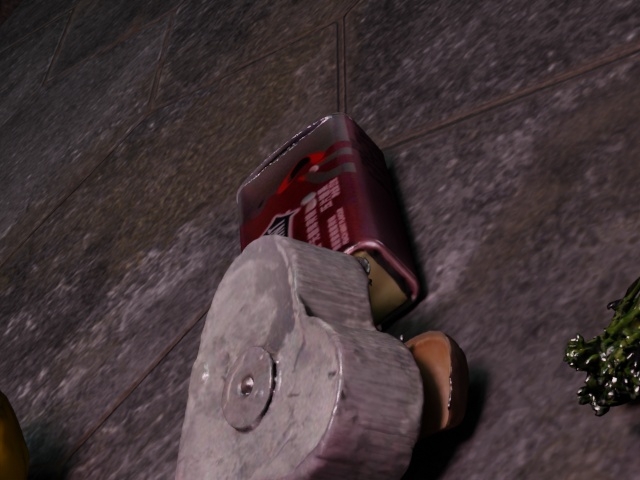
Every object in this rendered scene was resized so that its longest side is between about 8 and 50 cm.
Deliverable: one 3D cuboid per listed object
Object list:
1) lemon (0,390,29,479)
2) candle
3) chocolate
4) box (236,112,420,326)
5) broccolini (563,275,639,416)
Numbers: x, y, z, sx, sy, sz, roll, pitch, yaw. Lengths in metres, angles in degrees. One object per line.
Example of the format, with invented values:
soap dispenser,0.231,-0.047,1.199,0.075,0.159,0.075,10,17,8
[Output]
lemon,-0.348,0.183,1.135,0.288,0.233,0.233,-35,23,23
candle,-0.021,0.096,0.884,0.168,0.068,0.192,-59,30,19
chocolate,0.050,0.095,0.870,0.101,0.031,0.064,-34,42,41
box,0.000,0.000,1.080,0.120,0.069,0.224,-37,24,15
broccolini,0.174,-0.017,0.665,0.123,0.062,0.271,-67,0,-48
